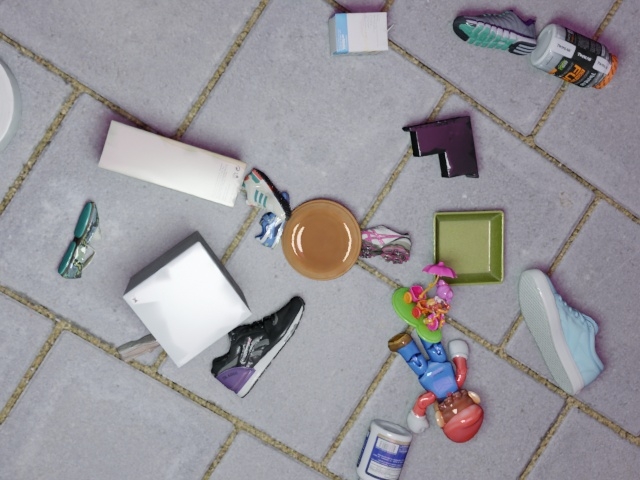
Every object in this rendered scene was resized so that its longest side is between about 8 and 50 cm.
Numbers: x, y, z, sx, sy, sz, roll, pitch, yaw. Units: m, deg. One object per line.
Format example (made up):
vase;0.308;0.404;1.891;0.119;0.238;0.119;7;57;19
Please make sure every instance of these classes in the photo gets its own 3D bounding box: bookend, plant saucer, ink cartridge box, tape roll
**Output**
bookend;0.298;-0.218;1.923;0.156;0.072;0.157;-12;99;-8
plant saucer;0.371;0.018;1.975;0.188;0.045;0.188;-2;96;-10
ink cartridge box;0.098;-0.489;1.848;0.143;0.092;0.090;-4;97;-9
tape roll;-0.807;-0.302;1.697;0.286;0.100;0.286;-1;96;-11
plant saucer;0.000;0.000;1.877;0.199;0.037;0.200;1;94;10

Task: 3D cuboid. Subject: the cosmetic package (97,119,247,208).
cosmetic package;-0.334;-0.171;1.769;0.309;0.160;0.113;18;91;-13

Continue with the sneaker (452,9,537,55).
sneaker;0.431;-0.533;1.926;0.223;0.083;0.098;13;73;-16

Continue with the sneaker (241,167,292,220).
sneaker;-0.133;-0.093;1.842;0.075;0.057;0.161;-43;67;14

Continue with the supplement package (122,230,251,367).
supplement package;-0.298;0.123;1.751;0.199;0.262;0.198;-36;101;-4

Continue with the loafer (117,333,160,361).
loafer;-0.420;0.254;1.860;0.125;0.045;0.039;-18;116;-2

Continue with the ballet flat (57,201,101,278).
ballet flat;-0.546;0.003;1.804;0.070;0.070;0.188;24;93;-12

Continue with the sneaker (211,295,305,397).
sneaker;-0.154;0.235;1.874;0.124;0.107;0.283;37;88;-6

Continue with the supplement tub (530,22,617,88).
supplement tub;0.634;-0.455;1.938;0.190;0.117;0.117;20;92;-11

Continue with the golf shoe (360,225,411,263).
golf shoe;0.133;0.001;1.929;0.186;0.067;0.086;13;53;-1

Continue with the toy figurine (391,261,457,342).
toy figurine;0.273;0.133;1.875;0.130;0.173;0.159;-1;138;-31

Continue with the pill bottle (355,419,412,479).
pill bottle;0.152;0.559;1.957;0.112;0.112;0.187;18;93;-12

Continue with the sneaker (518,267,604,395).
sneaker;0.630;0.213;2.011;0.150;0.135;0.366;-29;109;-14

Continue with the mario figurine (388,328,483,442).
mario figurine;0.295;0.366;1.981;0.198;0.170;0.321;-28;90;30

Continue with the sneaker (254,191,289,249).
sneaker;-0.114;-0.052;1.875;0.059;0.053;0.144;19;91;-10
